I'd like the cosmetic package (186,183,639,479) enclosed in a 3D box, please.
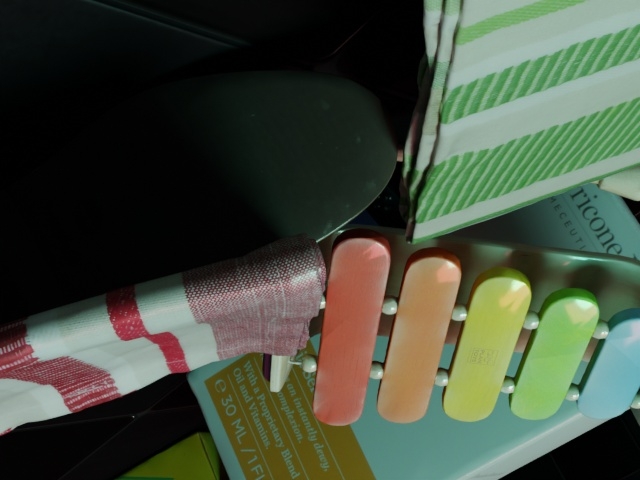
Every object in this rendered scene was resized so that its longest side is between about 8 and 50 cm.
[{"bbox_3d":[0.118,0.122,0.899,0.453,0.230,0.161,-34,157,15],"label":"cosmetic package"}]

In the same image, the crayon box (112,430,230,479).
[{"bbox_3d":[-0.188,0.340,1.242,0.318,0.081,0.202,-31,158,12],"label":"crayon box"}]

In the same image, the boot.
[{"bbox_3d":[-0.101,-0.013,0.545,0.305,0.112,0.115,-22,175,4],"label":"boot"}]

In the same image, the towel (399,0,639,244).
[{"bbox_3d":[0.155,-0.102,0.458,0.247,0.038,0.325,-18,160,-5],"label":"towel"}]

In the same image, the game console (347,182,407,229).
[{"bbox_3d":[0.000,0.000,0.706,0.122,0.107,0.071,-39,-176,30],"label":"game console"}]

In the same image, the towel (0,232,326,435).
[{"bbox_3d":[-0.158,0.079,0.499,0.328,0.037,0.237,-17,169,-5],"label":"towel"}]

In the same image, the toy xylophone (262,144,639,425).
[{"bbox_3d":[0.115,0.045,0.677,0.322,0.081,0.236,1,132,5],"label":"toy xylophone"}]
